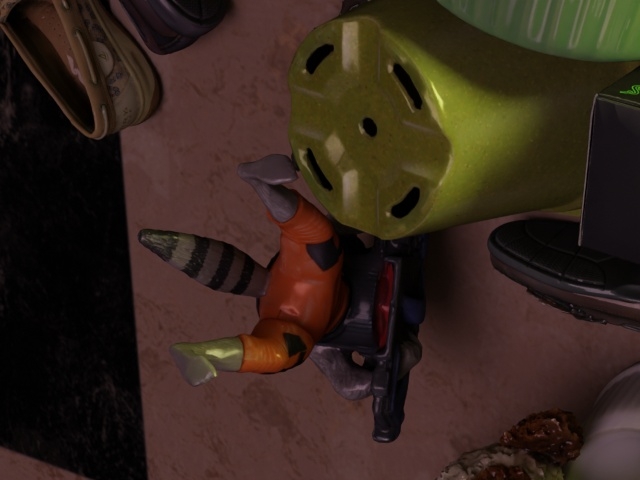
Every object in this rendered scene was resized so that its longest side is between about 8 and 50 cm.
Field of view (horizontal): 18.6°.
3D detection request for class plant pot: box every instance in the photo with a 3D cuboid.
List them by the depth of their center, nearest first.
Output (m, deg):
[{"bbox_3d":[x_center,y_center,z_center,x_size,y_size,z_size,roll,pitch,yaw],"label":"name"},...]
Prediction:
[{"bbox_3d":[0.120,-0.118,1.596,0.276,0.254,0.276,22,122,41],"label":"plant pot"}]

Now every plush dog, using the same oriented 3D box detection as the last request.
[{"bbox_3d":[0.187,0.275,1.699,0.262,0.210,0.225,-43,66,9],"label":"plush dog"}]

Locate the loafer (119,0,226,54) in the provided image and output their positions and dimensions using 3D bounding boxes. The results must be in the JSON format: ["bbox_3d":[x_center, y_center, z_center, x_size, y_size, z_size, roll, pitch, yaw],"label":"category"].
[{"bbox_3d":[-0.213,-0.311,1.893,0.302,0.109,0.095,55,136,-2],"label":"loafer"}]

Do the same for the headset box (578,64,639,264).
[{"bbox_3d":[0.358,-0.060,1.455,0.246,0.283,0.131,20,122,30],"label":"headset box"}]

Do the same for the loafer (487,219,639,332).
[{"bbox_3d":[0.267,0.053,1.712,0.267,0.096,0.084,15,126,29],"label":"loafer"}]

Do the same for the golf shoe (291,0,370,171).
[{"bbox_3d":[0.019,-0.151,1.822,0.094,0.077,0.198,53,130,23],"label":"golf shoe"}]

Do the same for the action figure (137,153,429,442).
[{"bbox_3d":[0.000,0.000,1.768,0.179,0.330,0.341,7,84,29],"label":"action figure"}]

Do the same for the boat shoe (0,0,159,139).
[{"bbox_3d":[-0.280,-0.229,1.990,0.285,0.089,0.104,49,132,8],"label":"boat shoe"}]

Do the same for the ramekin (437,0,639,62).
[{"bbox_3d":[0.201,-0.267,1.473,0.303,0.303,0.148,31,135,22],"label":"ramekin"}]

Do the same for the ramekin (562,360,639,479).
[{"bbox_3d":[0.314,0.215,1.740,0.207,0.109,0.207,16,120,30],"label":"ramekin"}]
